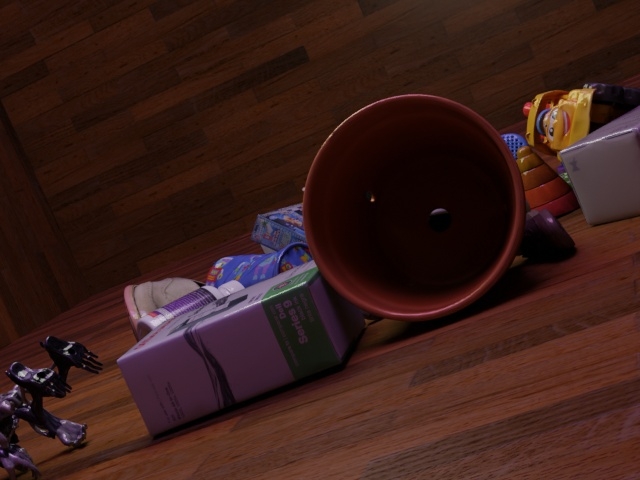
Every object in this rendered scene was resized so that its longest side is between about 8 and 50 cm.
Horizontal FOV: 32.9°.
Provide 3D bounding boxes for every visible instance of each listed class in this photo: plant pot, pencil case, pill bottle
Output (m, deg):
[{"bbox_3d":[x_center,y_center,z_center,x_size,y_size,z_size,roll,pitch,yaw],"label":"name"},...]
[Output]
[{"bbox_3d":[0.144,-0.037,1.471,0.291,0.291,0.203,-22,-10,16],"label":"plant pot"},{"bbox_3d":[-0.101,0.075,2.022,0.133,0.119,0.306,-52,20,-27],"label":"pencil case"},{"bbox_3d":[-0.218,0.146,1.924,0.193,0.108,0.108,-27,7,-29],"label":"pill bottle"}]

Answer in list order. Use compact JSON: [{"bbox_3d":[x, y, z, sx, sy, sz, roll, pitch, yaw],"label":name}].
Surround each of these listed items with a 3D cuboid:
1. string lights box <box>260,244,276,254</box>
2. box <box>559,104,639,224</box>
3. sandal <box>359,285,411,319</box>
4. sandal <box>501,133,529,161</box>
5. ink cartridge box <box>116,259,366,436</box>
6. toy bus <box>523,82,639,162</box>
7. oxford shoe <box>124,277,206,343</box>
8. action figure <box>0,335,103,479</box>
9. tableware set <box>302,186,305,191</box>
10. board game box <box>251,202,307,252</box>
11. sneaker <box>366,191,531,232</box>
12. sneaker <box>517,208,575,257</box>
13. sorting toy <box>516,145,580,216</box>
[{"bbox_3d":[0.001,-0.010,2.307,0.260,0.133,0.077,-28,2,-43],"label":"string lights box"},{"bbox_3d":[0.510,-0.142,1.602,0.311,0.121,0.148,-28,8,-37],"label":"box"},{"bbox_3d":[0.124,0.064,1.603,0.180,0.072,0.049,-30,-14,-18],"label":"sandal"},{"bbox_3d":[0.280,-0.123,2.124,0.317,0.126,0.138,-32,-34,-15],"label":"sandal"},{"bbox_3d":[-0.104,0.139,1.486,0.289,0.121,0.211,-23,6,14],"label":"ink cartridge box"},{"bbox_3d":[0.411,-0.189,1.768,0.211,0.149,0.220,18,13,40],"label":"toy bus"},{"bbox_3d":[-0.311,0.135,2.259,0.146,0.140,0.397,-16,9,3],"label":"oxford shoe"},{"bbox_3d":[-0.416,0.267,1.535,0.275,0.141,0.164,-51,-1,33],"label":"action figure"},{"bbox_3d":[0.063,-0.071,2.114,0.194,0.039,0.128,-15,45,9],"label":"tableware set"},{"bbox_3d":[0.000,0.000,2.137,0.194,0.060,0.194,32,28,27],"label":"board game box"},{"bbox_3d":[0.159,-0.054,1.755,0.330,0.122,0.146,15,38,35],"label":"sneaker"},{"bbox_3d":[0.302,0.001,1.515,0.071,0.066,0.188,-40,0,4],"label":"sneaker"},{"bbox_3d":[0.405,-0.132,1.899,0.127,0.126,0.365,-21,7,28],"label":"sorting toy"}]
